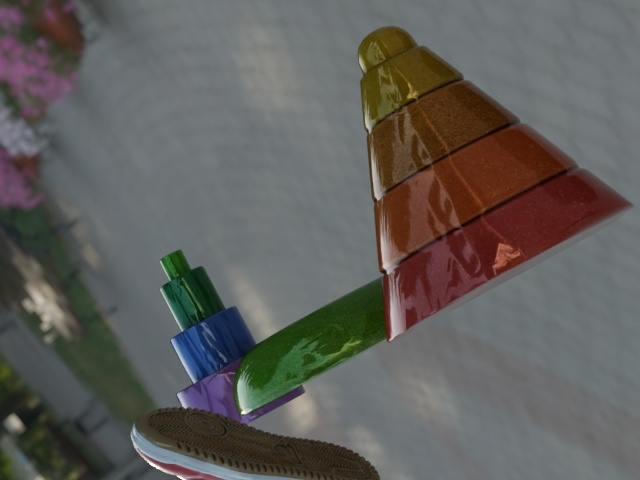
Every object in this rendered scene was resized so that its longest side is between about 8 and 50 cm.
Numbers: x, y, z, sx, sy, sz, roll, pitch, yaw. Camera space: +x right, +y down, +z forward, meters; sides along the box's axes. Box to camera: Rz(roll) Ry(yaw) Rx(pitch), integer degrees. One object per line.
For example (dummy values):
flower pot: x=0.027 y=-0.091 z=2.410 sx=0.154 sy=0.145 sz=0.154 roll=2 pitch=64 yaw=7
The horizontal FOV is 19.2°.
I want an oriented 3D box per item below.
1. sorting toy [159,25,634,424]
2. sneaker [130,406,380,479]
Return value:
sorting toy: x=0.000 y=0.000 z=0.922 sx=0.126 sy=0.127 sz=0.365 roll=62 pitch=149 yaw=3
sneaker: x=-0.038 y=0.115 z=0.826 sx=0.118 sy=0.067 sz=0.042 roll=18 pitch=-155 yaw=-26
